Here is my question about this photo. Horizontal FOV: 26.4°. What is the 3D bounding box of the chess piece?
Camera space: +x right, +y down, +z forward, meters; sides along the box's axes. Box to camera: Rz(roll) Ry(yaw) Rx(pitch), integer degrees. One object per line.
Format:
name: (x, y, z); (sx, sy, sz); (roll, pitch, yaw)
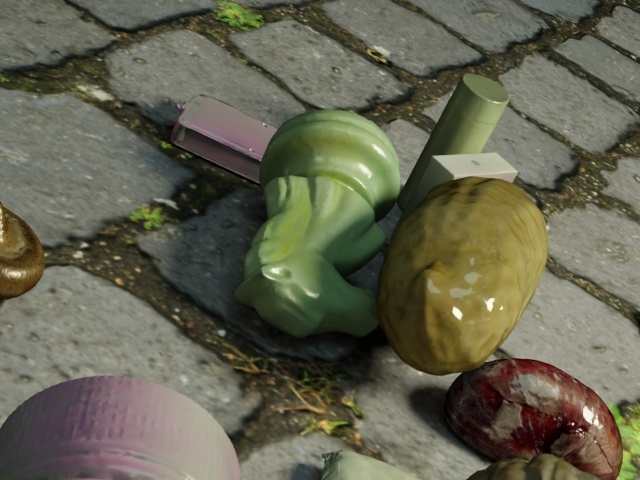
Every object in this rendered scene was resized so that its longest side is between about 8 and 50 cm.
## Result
chess piece: (0.000, 0.000, 1.557); (0.175, 0.176, 0.298); (21, 43, -10)

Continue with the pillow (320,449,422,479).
pillow: (0.048, 0.277, 1.221); (0.128, 0.051, 0.229); (20, 29, -3)

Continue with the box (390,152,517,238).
box: (0.172, -0.048, 1.760); (0.129, 0.130, 0.051); (-7, 42, -45)

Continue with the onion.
onion: (0.240, 0.182, 1.480); (0.205, 0.098, 0.151); (19, 31, -12)

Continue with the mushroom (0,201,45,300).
mushroom: (-0.326, 0.007, 1.322); (0.109, 0.085, 0.126); (52, 14, -30)

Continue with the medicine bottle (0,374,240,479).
medicine bottle: (-0.155, 0.278, 0.884); (0.219, 0.219, 0.388); (20, 31, -12)

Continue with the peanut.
peanut: (0.158, 0.039, 1.539); (0.169, 0.192, 0.387); (14, 18, 14)

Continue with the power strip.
power strip: (-0.063, -0.108, 1.764); (0.278, 0.037, 0.109); (25, 29, -2)

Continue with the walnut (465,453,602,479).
walnut: (0.192, 0.272, 1.216); (0.178, 0.178, 0.230); (30, -2, 6)

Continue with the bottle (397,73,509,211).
bottle: (0.175, -0.120, 1.805); (0.072, 0.201, 0.072); (19, 30, -12)
